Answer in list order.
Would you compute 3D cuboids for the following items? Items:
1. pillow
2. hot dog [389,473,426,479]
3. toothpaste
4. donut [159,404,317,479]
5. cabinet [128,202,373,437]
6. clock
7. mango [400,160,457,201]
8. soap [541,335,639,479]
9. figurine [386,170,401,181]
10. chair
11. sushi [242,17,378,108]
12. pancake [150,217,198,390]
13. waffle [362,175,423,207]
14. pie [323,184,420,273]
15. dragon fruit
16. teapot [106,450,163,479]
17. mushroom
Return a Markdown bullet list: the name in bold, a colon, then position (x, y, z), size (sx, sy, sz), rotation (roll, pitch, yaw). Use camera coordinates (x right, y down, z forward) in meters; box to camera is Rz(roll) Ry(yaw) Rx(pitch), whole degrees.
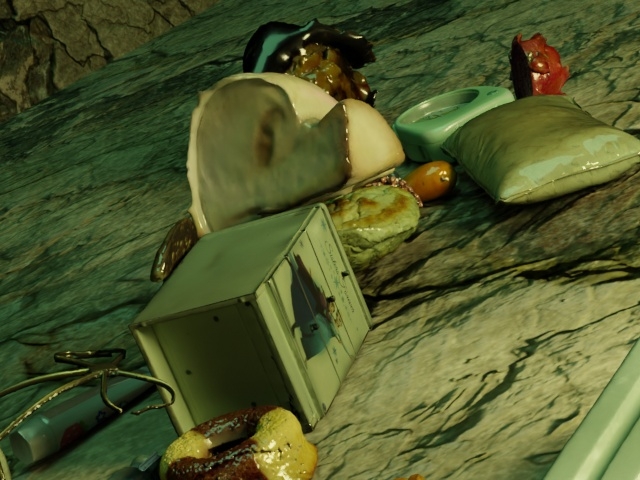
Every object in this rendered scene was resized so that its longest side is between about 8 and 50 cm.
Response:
- **pillow**: position (0.257, -0.112, 1.701), size (0.185, 0.075, 0.302), rotation (-21, 18, -2)
- **hot dog**: position (0.053, 0.218, 1.034), size (0.056, 0.041, 0.133), rotation (-19, 21, 35)
- **toothpaste**: position (-0.238, 0.174, 1.507), size (0.067, 0.043, 0.194), rotation (-7, 17, 46)
- **donut**: position (-0.072, 0.190, 1.227), size (0.140, 0.059, 0.140), rotation (-19, 14, 5)
- **cabinet**: position (-0.059, 0.082, 1.383), size (0.150, 0.145, 0.206), rotation (-14, 19, 22)
- **clock**: position (0.173, -0.159, 1.965), size (0.148, 0.060, 0.188), rotation (-29, 18, -19)
- **mango**: position (0.130, -0.070, 1.784), size (0.089, 0.046, 0.060), rotation (-22, 10, 48)
- **soap**: position (0.249, 0.144, 0.927), size (0.160, 0.087, 0.265), rotation (-9, 21, 37)
- **figurine**: position (0.032, -0.062, 1.826), size (0.136, 0.079, 0.077), rotation (-31, -22, -15)
- **chair**: position (-0.293, 0.212, 1.242), size (0.325, 0.170, 0.160), rotation (-11, 15, -28)
- **sushi**: position (-0.022, -0.225, 2.189), size (0.200, 0.204, 0.213), rotation (8, -8, 19)
- **pancake**: position (-0.153, 0.070, 1.477), size (0.020, 0.190, 0.184), rotation (8, 7, 6)
- **waffle**: position (0.082, -0.054, 1.745), size (0.083, 0.075, 0.029), rotation (0, 60, 41)
- **pie**: position (0.000, 0.000, 1.656), size (0.248, 0.090, 0.201), rotation (-14, 8, 23)
- **dragon fruit**: position (0.299, -0.227, 1.949), size (0.068, 0.112, 0.126), rotation (-9, 16, -7)
- **teapot**: position (-0.170, 0.218, 1.244), size (0.049, 0.063, 0.083), rotation (10, 31, 26)
- **mushroom**: position (-0.022, -0.114, 1.524), size (0.236, 0.162, 0.173), rotation (-21, 4, 39)
